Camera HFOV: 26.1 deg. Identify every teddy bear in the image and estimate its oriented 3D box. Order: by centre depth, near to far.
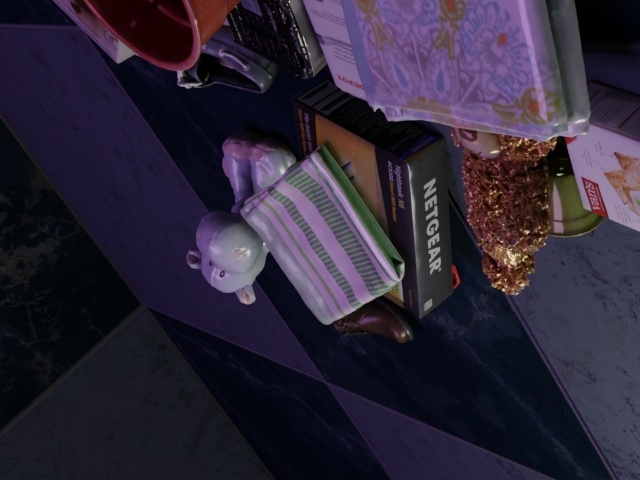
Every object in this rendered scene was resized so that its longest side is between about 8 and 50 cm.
[{"bbox_3d":[0.217,-0.077,1.714,0.338,0.113,0.245,89,177,-69],"label":"teddy bear"}]

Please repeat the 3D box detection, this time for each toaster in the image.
[{"bbox_3d":[-0.050,-0.324,1.882,0.185,0.110,0.168,32,157,38],"label":"toaster"}]

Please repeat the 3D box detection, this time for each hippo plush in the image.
[{"bbox_3d":[-0.141,-0.035,2.448,0.234,0.236,0.294,41,160,18],"label":"hippo plush"}]

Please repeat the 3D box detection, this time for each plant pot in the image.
[{"bbox_3d":[-0.156,-0.399,1.713,0.272,0.265,0.272,38,157,20],"label":"plant pot"},{"bbox_3d":[0.305,-0.059,1.718,0.083,0.083,0.079,24,139,48],"label":"plant pot"}]

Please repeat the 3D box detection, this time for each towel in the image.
[{"bbox_3d":[0.137,-0.293,1.491,0.320,0.090,0.374,15,127,51],"label":"towel"},{"bbox_3d":[0.000,0.000,2.149,0.248,0.038,0.325,55,153,-1],"label":"towel"}]

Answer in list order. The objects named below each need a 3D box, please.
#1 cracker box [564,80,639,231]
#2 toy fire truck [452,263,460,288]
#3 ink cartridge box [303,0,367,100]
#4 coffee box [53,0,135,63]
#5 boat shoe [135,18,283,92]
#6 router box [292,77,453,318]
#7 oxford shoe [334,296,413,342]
[{"bbox_3d":[0.383,-0.071,1.531,0.232,0.067,0.156,29,153,44],"label":"cracker box"},{"bbox_3d":[0.135,0.000,2.224,0.135,0.047,0.192,15,141,54],"label":"toy fire truck"},{"bbox_3d":[0.066,-0.276,1.767,0.153,0.087,0.208,29,153,41],"label":"ink cartridge box"},{"bbox_3d":[-0.296,-0.423,1.981,0.168,0.119,0.297,44,151,18],"label":"coffee box"},{"bbox_3d":[-0.191,-0.288,2.132,0.319,0.099,0.116,10,159,31],"label":"boat shoe"},{"bbox_3d":[0.081,-0.062,2.083,0.243,0.081,0.309,31,144,37],"label":"router box"},{"bbox_3d":[0.081,0.149,2.561,0.227,0.096,0.083,24,149,45],"label":"oxford shoe"}]
